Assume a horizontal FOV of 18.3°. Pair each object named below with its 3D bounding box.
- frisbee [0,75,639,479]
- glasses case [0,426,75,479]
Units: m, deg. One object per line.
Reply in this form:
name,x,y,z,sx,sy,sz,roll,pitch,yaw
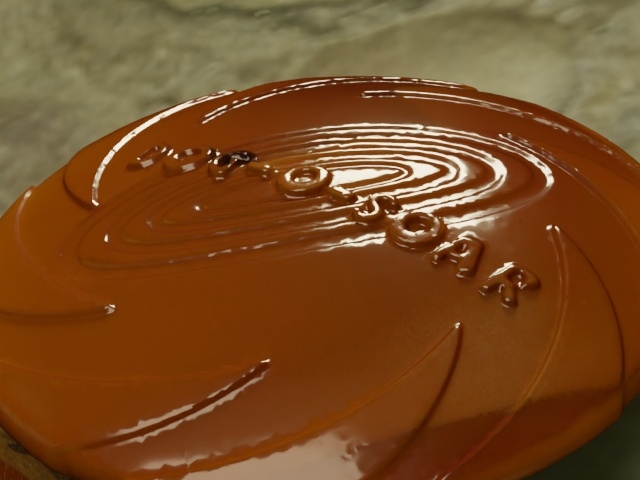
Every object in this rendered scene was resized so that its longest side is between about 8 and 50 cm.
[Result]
frisbee,0.000,0.000,0.517,0.192,0.035,0.192,-4,35,2
glasses case,-0.066,0.067,0.522,0.041,0.065,0.170,-18,33,-42
